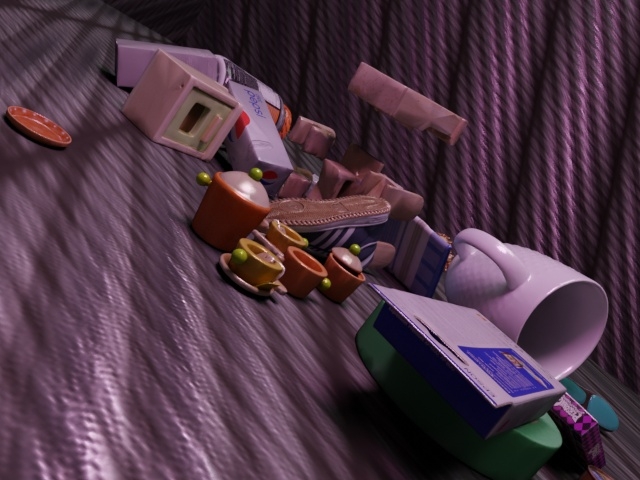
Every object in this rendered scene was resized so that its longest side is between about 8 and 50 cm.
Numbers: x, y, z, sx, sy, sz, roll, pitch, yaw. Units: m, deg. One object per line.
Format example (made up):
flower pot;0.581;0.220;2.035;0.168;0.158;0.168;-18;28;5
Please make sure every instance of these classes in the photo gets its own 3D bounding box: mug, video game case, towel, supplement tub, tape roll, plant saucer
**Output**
mug;0.444;0.116;1.339;0.374;0.276;0.328;52;-5;-33
video game case;0.404;0.293;0.989;0.210;0.042;0.232;49;-3;45
towel;0.207;0.006;1.404;0.034;0.209;0.285;-18;47;-30
supplement tub;-0.247;-0.420;1.734;0.316;0.193;0.193;24;17;-50
tape roll;0.202;0.210;0.835;0.321;0.077;0.321;34;12;-9
plant saucer;-0.374;-0.149;0.737;0.083;0.013;0.083;35;11;-8

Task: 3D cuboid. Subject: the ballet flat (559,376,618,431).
ballet flat;0.660;0.408;1.414;0.213;0.072;0.068;37;-19;-7

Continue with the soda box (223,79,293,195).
soda box;-0.161;-0.240;1.286;0.098;0.091;0.286;11;44;-38

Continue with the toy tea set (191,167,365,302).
toy tea set;-0.043;-0.007;0.858;0.200;0.124;0.336;43;13;30

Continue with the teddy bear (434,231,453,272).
teddy bear;0.261;0.014;1.583;0.245;0.113;0.338;22;0;-17

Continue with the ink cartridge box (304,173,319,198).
ink cartridge box;0.003;-0.147;1.701;0.109;0.062;0.209;36;11;0

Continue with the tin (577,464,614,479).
tin;0.477;0.432;0.856;0.106;0.040;0.189;26;15;-25

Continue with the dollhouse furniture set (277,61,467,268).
dollhouse furniture set;0.127;-0.183;1.348;0.257;0.394;0.362;10;26;-46

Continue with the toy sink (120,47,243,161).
toy sink;-0.269;-0.271;1.186;0.131;0.152;0.234;42;12;24

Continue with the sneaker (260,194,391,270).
sneaker;0.000;0.000;1.079;0.282;0.153;0.099;-6;36;-26

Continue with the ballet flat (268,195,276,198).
ballet flat;-0.147;-0.143;1.312;0.114;0.041;0.041;33;12;-16

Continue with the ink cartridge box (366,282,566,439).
ink cartridge box;0.184;0.146;0.683;0.176;0.069;0.371;44;12;32

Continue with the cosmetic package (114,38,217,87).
cosmetic package;-0.385;-0.430;1.380;0.238;0.107;0.127;-2;27;-19

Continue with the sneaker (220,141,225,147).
sneaker;-0.240;-0.313;1.507;0.127;0.126;0.321;35;22;20
